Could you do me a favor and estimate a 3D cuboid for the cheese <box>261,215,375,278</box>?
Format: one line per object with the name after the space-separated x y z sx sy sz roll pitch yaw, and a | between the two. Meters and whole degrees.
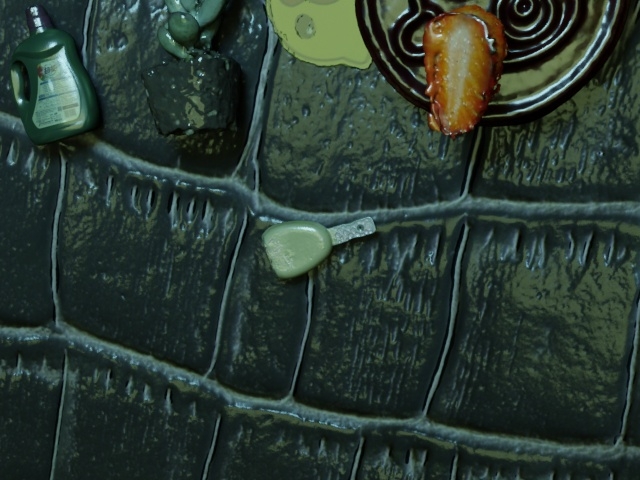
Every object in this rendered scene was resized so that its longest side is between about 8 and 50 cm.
0.000 0.000 1.443 0.192 0.037 0.097 -17 100 15 | cheese

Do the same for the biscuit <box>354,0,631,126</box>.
0.252 -0.368 1.278 0.407 0.091 0.408 2 105 9 | biscuit

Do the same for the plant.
-0.204 -0.300 1.358 0.146 0.149 0.275 3 101 10 | plant

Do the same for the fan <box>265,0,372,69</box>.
0.005 -0.425 1.357 0.229 0.011 0.335 -23 99 15 | fan

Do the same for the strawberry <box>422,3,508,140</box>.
0.205 -0.245 1.244 0.121 0.082 0.188 22 120 27 | strawberry

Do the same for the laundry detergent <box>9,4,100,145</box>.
-0.460 -0.278 1.449 0.144 0.078 0.222 -14 101 17 | laundry detergent
